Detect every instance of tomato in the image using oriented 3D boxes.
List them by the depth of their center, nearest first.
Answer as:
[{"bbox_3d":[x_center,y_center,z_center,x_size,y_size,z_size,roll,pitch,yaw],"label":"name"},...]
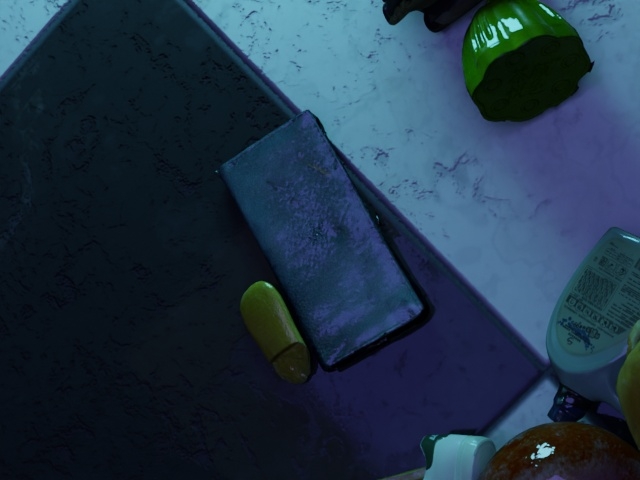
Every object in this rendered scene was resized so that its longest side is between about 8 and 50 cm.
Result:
[{"bbox_3d":[0.327,0.373,1.680,0.270,0.227,0.270,0,96,-3],"label":"tomato"}]

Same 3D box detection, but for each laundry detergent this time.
[{"bbox_3d":[0.410,0.141,1.726,0.215,0.105,0.280,31,93,40],"label":"laundry detergent"}]

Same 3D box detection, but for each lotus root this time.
[{"bbox_3d":[0.275,-0.287,1.819,0.186,0.186,0.186,-2,84,19],"label":"lotus root"}]

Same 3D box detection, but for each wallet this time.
[{"bbox_3d":[0.000,0.000,1.933,0.190,0.046,0.379,-32,74,13],"label":"wallet"}]

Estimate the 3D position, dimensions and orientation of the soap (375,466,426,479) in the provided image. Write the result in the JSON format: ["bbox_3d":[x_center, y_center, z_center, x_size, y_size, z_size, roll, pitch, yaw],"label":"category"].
[{"bbox_3d":[0.121,0.389,1.856,0.252,0.037,0.092,-19,78,16],"label":"soap"}]

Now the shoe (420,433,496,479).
[{"bbox_3d":[0.178,0.397,1.777,0.110,0.095,0.265,11,92,37],"label":"shoe"}]

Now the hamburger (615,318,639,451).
[{"bbox_3d":[0.516,0.185,1.471,0.304,0.174,0.284,-24,89,22],"label":"hamburger"}]

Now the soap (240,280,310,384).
[{"bbox_3d":[-0.067,0.142,1.940,0.168,0.033,0.089,56,130,16],"label":"soap"}]

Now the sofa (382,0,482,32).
[{"bbox_3d":[0.168,-0.460,1.883,0.200,0.182,0.258,-34,74,31],"label":"sofa"}]
